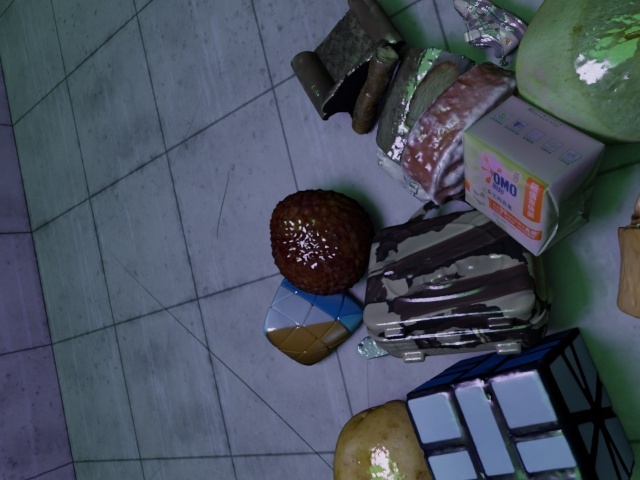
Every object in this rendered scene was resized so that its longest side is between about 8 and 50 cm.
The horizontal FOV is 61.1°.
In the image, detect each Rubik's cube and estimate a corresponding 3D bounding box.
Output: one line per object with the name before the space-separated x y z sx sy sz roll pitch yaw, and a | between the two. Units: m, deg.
Rubik's cube | -0.066 0.176 1.362 0.254 0.254 0.255 3 95 37
Rubik's cube | 0.372 0.355 1.002 0.283 0.288 0.294 -30 78 34

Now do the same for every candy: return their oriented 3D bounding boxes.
candy | 0.285 -0.211 1.061 0.289 0.214 0.157 -47 61 2

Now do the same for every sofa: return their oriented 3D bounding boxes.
sofa | 0.059 -0.430 1.248 0.258 0.182 0.200 -39 69 32

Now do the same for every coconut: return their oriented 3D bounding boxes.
coconut | 0.481 -0.305 0.891 0.281 0.328 0.329 -11 85 -5

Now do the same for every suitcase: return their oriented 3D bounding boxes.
suitcase | 0.270 0.063 1.085 0.351 0.194 0.339 -12 49 26

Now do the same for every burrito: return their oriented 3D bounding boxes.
burrito | 0.200 -0.147 1.237 0.203 0.064 0.064 47 118 24

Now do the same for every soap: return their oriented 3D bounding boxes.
soap | 0.352 -0.112 0.924 0.138 0.182 0.199 -32 50 -11

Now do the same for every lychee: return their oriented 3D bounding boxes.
lychee | 0.000 0.000 1.289 0.260 0.260 0.261 3 95 37

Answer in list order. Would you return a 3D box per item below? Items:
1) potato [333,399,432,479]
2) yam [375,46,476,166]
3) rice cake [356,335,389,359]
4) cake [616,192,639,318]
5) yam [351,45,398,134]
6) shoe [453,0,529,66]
potato | 0.151 0.483 1.229 0.285 0.242 0.243 -26 78 42
yam | 0.212 -0.291 1.170 0.154 0.153 0.255 35 118 30
rice cake | 0.226 0.214 1.235 0.336 0.066 0.063 -22 75 36
cake | 0.605 -0.038 0.779 0.332 0.332 0.322 1 92 37
yam | 0.114 -0.324 1.203 0.061 0.061 0.253 61 161 17
shoe | 0.337 -0.432 1.102 0.180 0.089 0.092 40 117 20
